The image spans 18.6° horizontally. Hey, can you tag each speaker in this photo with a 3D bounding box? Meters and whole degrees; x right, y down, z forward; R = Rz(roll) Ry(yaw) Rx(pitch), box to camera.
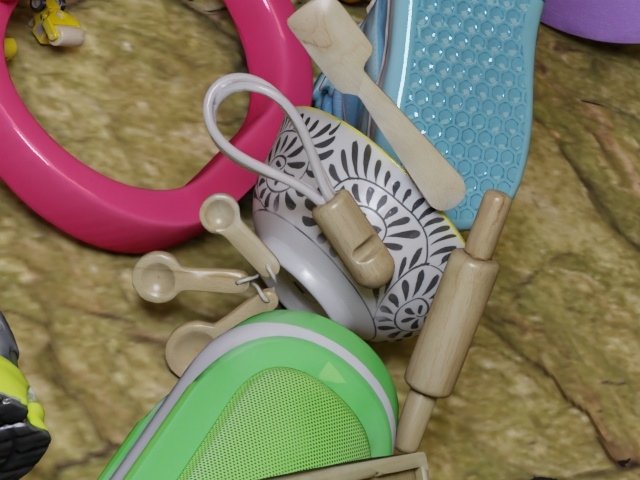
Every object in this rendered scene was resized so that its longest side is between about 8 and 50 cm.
[{"bbox_3d":[-0.058,0.159,0.981,0.131,0.131,0.296,39,39,-4],"label":"speaker"}]

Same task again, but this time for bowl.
[{"bbox_3d":[0.012,0.008,1.183,0.170,0.170,0.080,45,75,3],"label":"bowl"}]

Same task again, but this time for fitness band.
[{"bbox_3d":[-0.111,-0.111,1.218,0.209,0.054,0.291,52,38,-9],"label":"fitness band"}]

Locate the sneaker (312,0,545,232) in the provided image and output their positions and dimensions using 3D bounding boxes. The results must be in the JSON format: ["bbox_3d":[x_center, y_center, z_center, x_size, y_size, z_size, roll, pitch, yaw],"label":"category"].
[{"bbox_3d":[0.069,-0.160,1.283,0.127,0.208,0.319,15,84,-15],"label":"sneaker"}]

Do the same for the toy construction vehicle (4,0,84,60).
[{"bbox_3d":[-0.199,-0.155,1.230,0.086,0.035,0.098,-11,64,-57],"label":"toy construction vehicle"}]

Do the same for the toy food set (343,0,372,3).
[{"bbox_3d":[0.037,-0.287,1.480,0.104,0.111,0.232,24,44,-23],"label":"toy food set"}]

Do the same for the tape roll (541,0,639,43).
[{"bbox_3d":[0.239,-0.293,1.522,0.275,0.275,0.090,36,40,-7],"label":"tape roll"}]

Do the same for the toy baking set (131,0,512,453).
[{"bbox_3d":[0.006,0.004,1.101,0.197,0.256,0.030,23,14,-6],"label":"toy baking set"}]

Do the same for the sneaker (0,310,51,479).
[{"bbox_3d":[-0.277,0.040,0.942,0.300,0.111,0.121,21,33,-32],"label":"sneaker"}]

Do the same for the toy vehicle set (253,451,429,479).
[{"bbox_3d":[0.016,0.239,0.917,0.166,0.035,0.267,2,79,-59],"label":"toy vehicle set"}]
